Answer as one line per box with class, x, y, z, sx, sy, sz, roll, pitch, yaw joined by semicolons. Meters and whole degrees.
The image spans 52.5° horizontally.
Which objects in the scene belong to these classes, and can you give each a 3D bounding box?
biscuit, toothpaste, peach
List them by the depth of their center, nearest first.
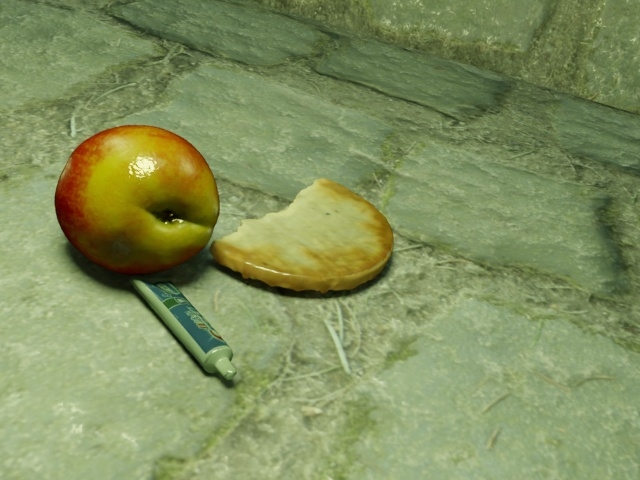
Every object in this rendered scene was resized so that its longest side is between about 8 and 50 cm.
toothpaste;-0.154;0.094;0.744;0.057;0.035;0.197;4;27;-47
peach;-0.227;-0.052;0.811;0.190;0.190;0.192;-14;33;-38
biscuit;0.000;0.000;0.950;0.204;0.040;0.309;26;33;20
